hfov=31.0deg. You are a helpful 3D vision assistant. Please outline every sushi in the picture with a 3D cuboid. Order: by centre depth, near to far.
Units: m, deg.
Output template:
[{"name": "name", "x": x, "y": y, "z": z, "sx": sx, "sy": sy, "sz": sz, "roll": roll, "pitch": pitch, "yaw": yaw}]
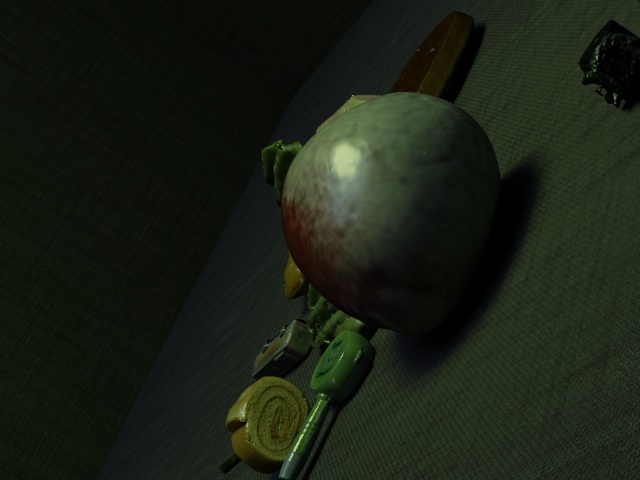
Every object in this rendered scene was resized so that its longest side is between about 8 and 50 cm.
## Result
[{"name": "sushi", "x": 0.368, "y": -0.215, "z": 1.425, "sx": 0.084, "sy": 0.083, "sz": 0.056, "roll": -54, "pitch": 12, "yaw": 9}]

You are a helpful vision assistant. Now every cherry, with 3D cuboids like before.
[{"name": "cherry", "x": 0.110, "y": -0.045, "z": 1.609, "sx": 0.326, "sy": 0.291, "sz": 0.335, "roll": -46, "pitch": 31, "yaw": 2}]

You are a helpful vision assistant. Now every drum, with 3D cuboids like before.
[{"name": "drum", "x": 0.013, "y": 0.244, "z": 1.744, "sx": 0.130, "sy": 0.049, "sz": 0.253, "roll": -44, "pitch": 17, "yaw": 48}]

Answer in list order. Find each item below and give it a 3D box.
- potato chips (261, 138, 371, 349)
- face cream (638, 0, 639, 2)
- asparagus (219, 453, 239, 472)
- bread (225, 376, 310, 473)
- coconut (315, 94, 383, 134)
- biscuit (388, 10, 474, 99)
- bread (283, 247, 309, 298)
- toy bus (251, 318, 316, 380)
[{"name": "potato chips", "x": 0.002, "y": 0.002, "z": 1.975, "sx": 0.097, "sy": 0.373, "sz": 0.389, "roll": -17, "pitch": 5, "yaw": -18}, {"name": "face cream", "x": 0.475, "y": -0.386, "z": 1.280, "sx": 0.337, "sy": 0.080, "sz": 0.163, "roll": -45, "pitch": 9, "yaw": -7}, {"name": "asparagus", "x": -0.151, "y": 0.394, "z": 2.112, "sx": 0.127, "sy": 0.015, "sz": 0.018, "roll": -46, "pitch": 17, "yaw": 42}, {"name": "bread", "x": -0.087, "y": 0.294, "z": 1.850, "sx": 0.073, "sy": 0.122, "sz": 0.149, "roll": -48, "pitch": 13, "yaw": 50}, {"name": "coconut", "x": 0.097, "y": -0.153, "z": 2.063, "sx": 0.227, "sy": 0.227, "sz": 0.230, "roll": -49, "pitch": 21, "yaw": 35}, {"name": "biscuit", "x": 0.199, "y": -0.300, "z": 2.404, "sx": 0.394, "sy": 0.070, "sz": 0.350, "roll": -62, "pitch": 10, "yaw": -27}, {"name": "bread", "x": -0.008, "y": 0.024, "z": 2.360, "sx": 0.161, "sy": 0.088, "sz": 0.233, "roll": -56, "pitch": 13, "yaw": 32}, {"name": "toy bus", "x": -0.071, "y": 0.212, "z": 2.175, "sx": 0.172, "sy": 0.057, "sz": 0.072, "roll": -45, "pitch": 22, "yaw": 50}]
